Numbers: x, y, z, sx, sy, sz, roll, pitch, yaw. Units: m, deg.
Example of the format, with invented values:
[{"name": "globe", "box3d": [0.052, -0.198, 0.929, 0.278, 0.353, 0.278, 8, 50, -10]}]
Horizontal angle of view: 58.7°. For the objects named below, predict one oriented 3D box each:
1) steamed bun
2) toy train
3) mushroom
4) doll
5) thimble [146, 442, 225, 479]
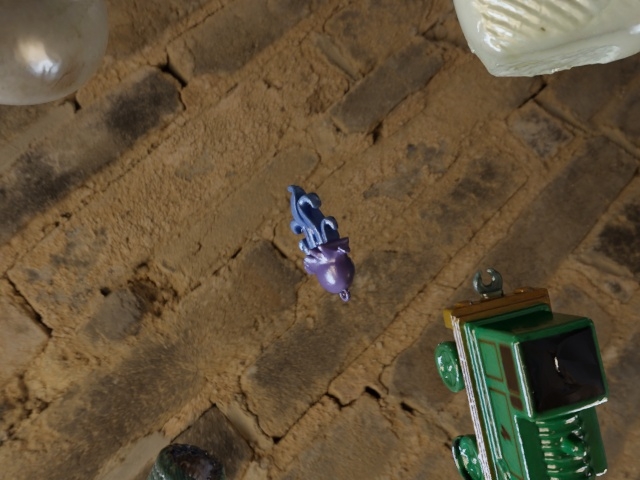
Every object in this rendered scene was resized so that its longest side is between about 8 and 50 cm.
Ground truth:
[{"name": "steamed bun", "box3d": [0.197, -0.263, 0.494, 0.170, 0.152, 0.238, -9, -91, 24]}, {"name": "toy train", "box3d": [0.310, 0.250, 0.836, 0.178, 0.249, 0.429, -12, -92, -12]}, {"name": "mushroom", "box3d": [-0.328, -0.229, 0.555, 0.226, 0.178, 0.226, 30, -140, -28]}, {"name": "doll", "box3d": [0.000, 0.000, 0.882, 0.067, 0.110, 0.206, -19, -101, -33]}, {"name": "thimble", "box3d": [-0.220, 0.395, 0.919, 0.118, 0.135, 0.090, 22, -90, -18]}]
